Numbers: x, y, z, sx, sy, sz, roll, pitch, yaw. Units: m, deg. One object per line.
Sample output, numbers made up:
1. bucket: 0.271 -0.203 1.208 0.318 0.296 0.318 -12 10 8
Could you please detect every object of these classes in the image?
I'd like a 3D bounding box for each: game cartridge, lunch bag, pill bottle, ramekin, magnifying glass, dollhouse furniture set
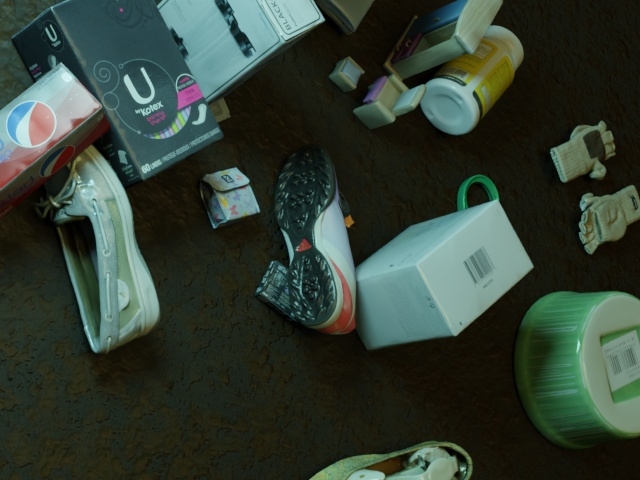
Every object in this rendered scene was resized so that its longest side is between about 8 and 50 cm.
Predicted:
1. game cartridge: -0.185 -0.206 1.894 0.083 0.017 0.056 -28 101 -38
2. lunch bag: -0.144 -0.069 1.874 0.071 0.053 0.083 -16 81 -39
3. pill bottle: 0.282 -0.297 2.200 0.119 0.119 0.208 53 55 -16
4. ramekin: 0.519 0.236 2.249 0.303 0.148 0.303 9 75 -36
5. magnifying glass: 0.271 -0.017 2.196 0.092 0.026 0.231 35 60 -27
6. dollhouse furniture set: 0.106 -0.409 2.041 0.303 0.198 0.286 44 58 -21

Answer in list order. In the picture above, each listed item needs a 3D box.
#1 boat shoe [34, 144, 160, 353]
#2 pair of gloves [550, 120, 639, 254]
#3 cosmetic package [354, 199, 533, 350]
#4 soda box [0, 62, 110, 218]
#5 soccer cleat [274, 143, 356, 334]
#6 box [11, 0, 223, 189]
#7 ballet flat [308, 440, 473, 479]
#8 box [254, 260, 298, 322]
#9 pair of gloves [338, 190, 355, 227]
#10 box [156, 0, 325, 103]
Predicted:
1. boat shoe: -0.327 -0.001 1.683 0.103 0.118 0.320 -27 104 -42
2. pair of gloves: 0.551 -0.113 2.415 0.204 0.042 0.240 -35 104 -40
3. cosmetic package: 0.183 0.059 1.984 0.224 0.224 0.138 -36 100 -37
4. soda box: -0.408 -0.111 1.589 0.263 0.083 0.092 -41 80 -11
5. soccer cleat: 0.000 0.000 1.940 0.116 0.108 0.318 34 45 -57
6. box: -0.291 -0.222 1.735 0.165 0.143 0.270 -35 101 -37
7. ballet flat: 0.108 0.395 1.928 0.348 0.123 0.123 -10 87 -38
8. box: -0.059 0.082 1.927 0.083 0.018 0.067 38 60 -25
9. pair of gloves: 0.020 -0.043 2.017 0.083 0.010 0.074 -38 104 -37
10. box: -0.138 -0.319 1.769 0.087 0.290 0.169 -34 93 -37
